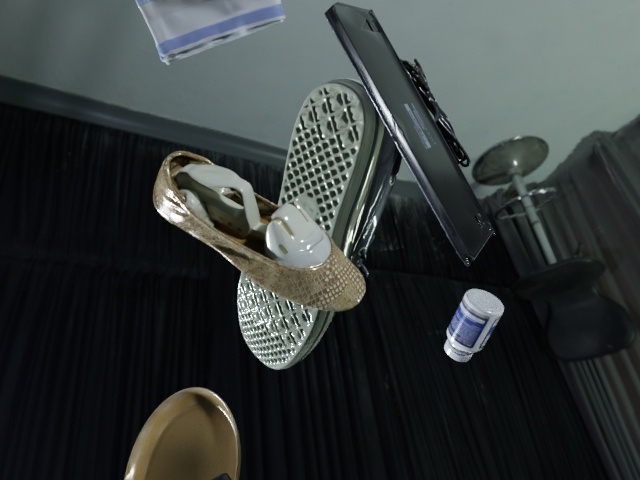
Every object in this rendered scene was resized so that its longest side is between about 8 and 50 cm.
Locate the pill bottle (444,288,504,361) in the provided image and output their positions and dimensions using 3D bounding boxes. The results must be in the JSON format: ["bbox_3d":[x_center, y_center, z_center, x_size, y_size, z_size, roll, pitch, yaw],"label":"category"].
[{"bbox_3d":[0.363,0.209,1.125,0.094,0.094,0.169,4,121,-21],"label":"pill bottle"}]

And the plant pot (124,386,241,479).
[{"bbox_3d":[-0.201,0.341,0.688,0.236,0.236,0.032,-24,141,24],"label":"plant pot"}]

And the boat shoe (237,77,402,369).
[{"bbox_3d":[0.000,0.000,0.748,0.156,0.187,0.500,-12,128,-51],"label":"boat shoe"}]

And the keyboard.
[{"bbox_3d":[0.119,-0.135,0.560,0.033,0.317,0.201,-28,-178,36],"label":"keyboard"}]

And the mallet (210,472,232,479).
[{"bbox_3d":[-0.125,0.242,0.412,0.039,0.062,0.190,-39,146,3],"label":"mallet"}]

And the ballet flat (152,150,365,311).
[{"bbox_3d":[-0.053,-0.011,0.382,0.206,0.073,0.067,26,140,8],"label":"ballet flat"}]

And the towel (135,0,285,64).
[{"bbox_3d":[-0.184,-0.402,0.618,0.209,0.034,0.285,-11,121,14],"label":"towel"}]
